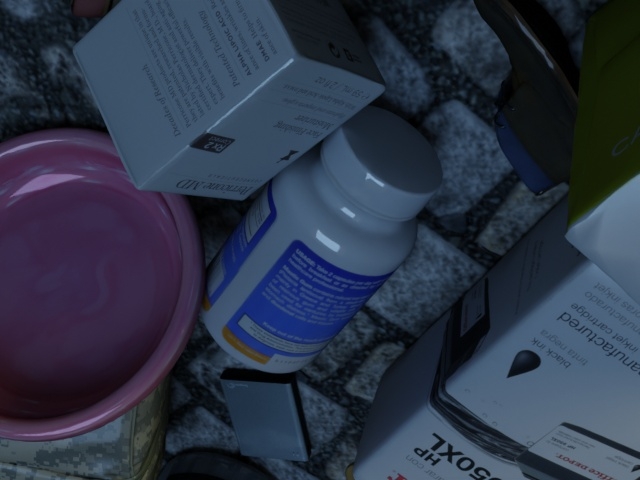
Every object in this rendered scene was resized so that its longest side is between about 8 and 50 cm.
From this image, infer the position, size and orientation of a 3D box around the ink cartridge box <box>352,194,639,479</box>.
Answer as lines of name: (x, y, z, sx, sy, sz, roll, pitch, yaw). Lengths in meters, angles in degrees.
ink cartridge box: (0.260, 0.164, 0.977, 0.285, 0.166, 0.395, 34, 129, -6)

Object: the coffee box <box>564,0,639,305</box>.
coffee box: (0.402, -0.082, 0.640, 0.334, 0.338, 0.337, 40, 127, -12)

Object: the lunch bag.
lunch bag: (-0.323, 0.182, 1.156, 0.305, 0.212, 0.256, 10, 122, 3)

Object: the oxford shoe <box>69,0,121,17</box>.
oxford shoe: (-0.117, -0.338, 0.799, 0.130, 0.123, 0.348, 8, 131, -20)

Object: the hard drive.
hard drive: (-0.068, 0.220, 1.222, 0.094, 0.022, 0.135, 1, 125, 18)

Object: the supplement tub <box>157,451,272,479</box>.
supplement tub: (-0.176, 0.454, 1.227, 0.207, 0.338, 0.207, 9, 126, 13)

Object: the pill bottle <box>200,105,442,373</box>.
pill bottle: (0.000, 0.000, 0.957, 0.152, 0.152, 0.272, 34, 128, -7)

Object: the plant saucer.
plant saucer: (-0.276, 0.047, 1.022, 0.332, 0.332, 0.084, 9, 163, 13)

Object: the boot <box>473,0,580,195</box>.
boot: (0.176, -0.129, 0.848, 0.106, 0.082, 0.219, -33, 111, 32)

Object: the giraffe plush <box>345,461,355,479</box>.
giraffe plush: (0.129, 0.315, 1.159, 0.210, 0.181, 0.170, 4, 123, 60)

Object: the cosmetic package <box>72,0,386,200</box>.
cosmetic package: (-0.077, -0.147, 0.826, 0.184, 0.151, 0.151, -36, 70, 26)
